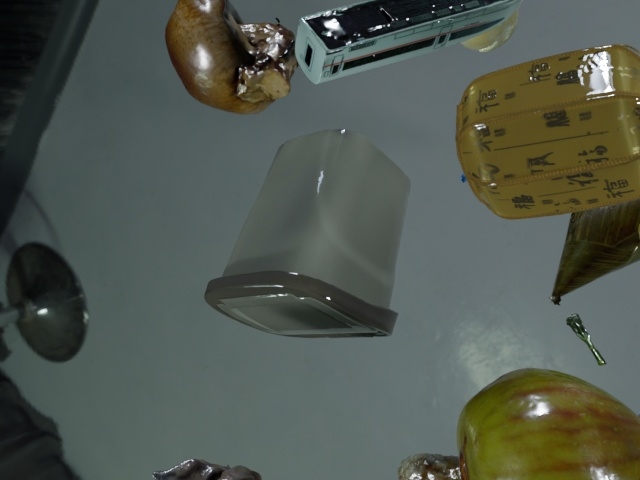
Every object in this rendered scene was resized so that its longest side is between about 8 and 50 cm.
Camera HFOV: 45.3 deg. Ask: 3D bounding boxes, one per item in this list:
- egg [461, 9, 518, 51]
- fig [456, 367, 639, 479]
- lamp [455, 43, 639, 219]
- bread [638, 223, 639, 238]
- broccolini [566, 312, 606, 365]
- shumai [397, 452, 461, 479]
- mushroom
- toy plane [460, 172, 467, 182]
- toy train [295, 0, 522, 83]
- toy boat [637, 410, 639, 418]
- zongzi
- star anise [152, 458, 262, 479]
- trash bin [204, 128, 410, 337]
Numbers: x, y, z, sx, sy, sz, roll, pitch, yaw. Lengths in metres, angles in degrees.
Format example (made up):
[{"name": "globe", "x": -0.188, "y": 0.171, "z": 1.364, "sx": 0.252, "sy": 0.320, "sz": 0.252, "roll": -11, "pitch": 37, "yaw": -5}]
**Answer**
[{"name": "egg", "x": 0.378, "y": -0.522, "z": 1.770, "sx": 0.164, "sy": 0.201, "sz": 0.164, "roll": 14, "pitch": 131, "yaw": 16}, {"name": "fig", "x": 0.196, "y": 0.158, "z": 0.585, "sx": 0.148, "sy": 0.186, "sz": 0.142, "roll": 110, "pitch": 139, "yaw": -66}, {"name": "lamp", "x": 0.233, "y": -0.103, "z": 0.742, "sx": 0.185, "sy": 0.161, "sz": 0.161, "roll": -11, "pitch": 96, "yaw": 30}, {"name": "bread", "x": 0.272, "y": -0.009, "z": 0.322, "sx": 0.233, "sy": 0.088, "sz": 0.160, "roll": -36, "pitch": 89, "yaw": 25}, {"name": "broccolini", "x": 0.535, "y": 0.201, "z": 1.536, "sx": 0.030, "sy": 0.035, "sz": 0.140, "roll": -41, "pitch": 37, "yaw": 17}, {"name": "shumai", "x": 0.223, "y": 0.468, "z": 1.408, "sx": 0.162, "sy": 0.209, "sz": 0.152, "roll": 7, "pitch": 74, "yaw": 25}, {"name": "mushroom", "x": -0.163, "y": -0.332, "z": 1.377, "sx": 0.283, "sy": 0.195, "sz": 0.263, "roll": 31, "pitch": 162, "yaw": 44}, {"name": "toy plane", "x": 0.472, "y": -0.206, "z": 1.872, "sx": 0.254, "sy": 0.271, "sz": 0.105, "roll": -6, "pitch": 144, "yaw": 24}, {"name": "toy train", "x": 0.156, "y": -0.338, "z": 1.210, "sx": 0.086, "sy": 0.407, "sz": 0.088, "roll": 56, "pitch": 153, "yaw": 27}, {"name": "toy boat", "x": 0.495, "y": 0.262, "z": 1.009, "sx": 0.173, "sy": 0.059, "sz": 0.069, "roll": 20, "pitch": 73, "yaw": 48}, {"name": "zongzi", "x": 0.442, "y": -0.003, "z": 1.032, "sx": 0.221, "sy": 0.242, "sz": 0.112, "roll": 5, "pitch": 141, "yaw": 34}, {"name": "star anise", "x": -0.107, "y": 0.398, "z": 1.126, "sx": 0.315, "sy": 0.315, "sz": 0.108, "roll": 18, "pitch": 70, "yaw": 29}, {"name": "trash bin", "x": 0.000, "y": 0.000, "z": 1.050, "sx": 0.220, "sy": 0.219, "sz": 0.250, "roll": -7, "pitch": 57, "yaw": 42}]
